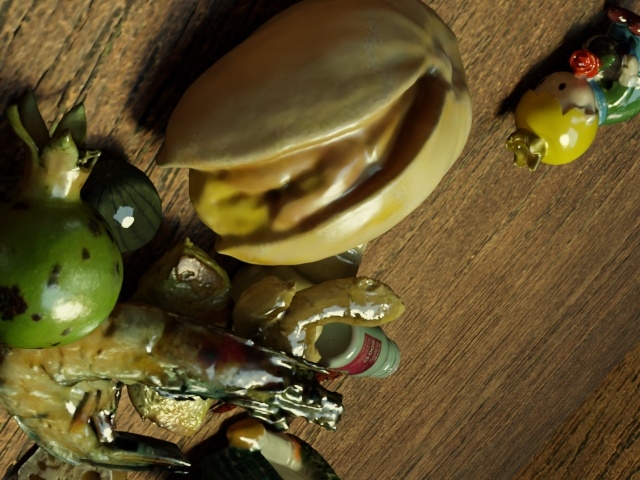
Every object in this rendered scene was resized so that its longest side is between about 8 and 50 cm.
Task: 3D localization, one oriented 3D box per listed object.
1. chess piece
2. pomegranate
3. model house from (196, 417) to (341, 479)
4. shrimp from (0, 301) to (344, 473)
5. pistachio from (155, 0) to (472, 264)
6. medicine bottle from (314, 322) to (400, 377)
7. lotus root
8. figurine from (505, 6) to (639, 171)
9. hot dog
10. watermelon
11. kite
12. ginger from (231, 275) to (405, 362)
[{"bbox_3d":[0.000,0.000,1.275,0.137,0.137,0.301,-2,132,-54],"label":"chess piece"},{"bbox_3d":[-0.241,-0.009,0.908,0.156,0.156,0.220,-24,129,-35],"label":"pomegranate"},{"bbox_3d":[-0.144,0.386,1.642,0.271,0.190,0.301,-45,143,2],"label":"model house"},{"bbox_3d":[-0.161,0.169,1.167,0.364,0.071,0.233,16,123,-16],"label":"shrimp"},{"bbox_3d":[0.006,-0.112,1.037,0.309,0.230,0.230,-35,154,-7],"label":"pistachio"},{"bbox_3d":[0.053,0.156,1.635,0.090,0.090,0.216,-46,154,5],"label":"medicine bottle"},{"bbox_3d":[-0.288,0.291,1.324,0.122,0.112,0.081,-45,160,1],"label":"lotus root"},{"bbox_3d":[0.348,-0.202,1.492,0.234,0.127,0.185,-20,143,-21],"label":"figurine"},{"bbox_3d":[-0.161,0.098,1.224,0.123,0.093,0.262,-1,124,-28],"label":"hot dog"},{"bbox_3d":[-0.186,-0.030,1.028,0.078,0.078,0.111,-39,155,-8],"label":"watermelon"},{"bbox_3d":[-0.053,0.198,1.585,0.222,0.008,0.125,-18,-168,16],"label":"kite"},{"bbox_3d":[-0.013,0.097,1.225,0.214,0.059,0.133,-5,118,-20],"label":"ginger"}]
